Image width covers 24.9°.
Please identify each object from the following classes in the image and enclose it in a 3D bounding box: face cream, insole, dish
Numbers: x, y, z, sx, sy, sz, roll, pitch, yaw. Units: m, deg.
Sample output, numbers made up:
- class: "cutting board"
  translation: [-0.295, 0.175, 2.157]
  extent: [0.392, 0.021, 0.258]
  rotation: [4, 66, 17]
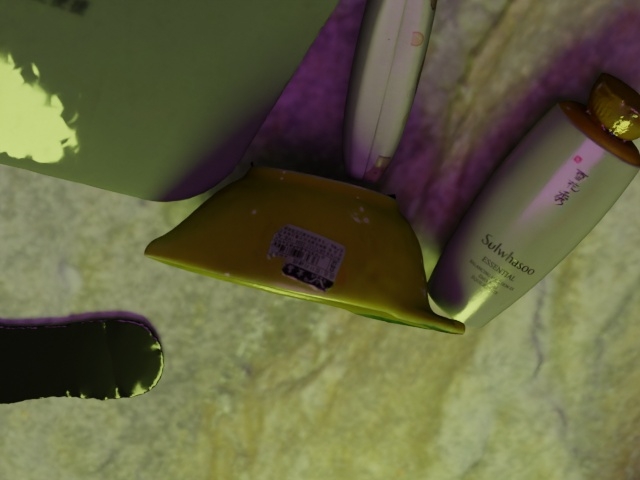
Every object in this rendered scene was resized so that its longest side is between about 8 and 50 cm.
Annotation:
- class: "face cream"
  translation: [0.138, -0.023, 0.912]
  extent: [0.072, 0.051, 0.182]
  rotation: [34, 112, -11]
- class: "insole"
  translation: [-0.234, 0.084, 1.003]
  extent: [0.253, 0.005, 0.086]
  rotation: [0, 118, 2]
- class: "dish"
  translation: [0.000, 0.000, 0.893]
  extent: [0.208, 0.149, 0.080]
  rotation: [14, 87, -15]

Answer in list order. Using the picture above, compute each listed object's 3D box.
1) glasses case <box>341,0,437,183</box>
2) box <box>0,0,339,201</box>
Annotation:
- class: "glasses case"
  translation: [0.041, -0.112, 0.862]
  extent: [0.041, 0.063, 0.164]
  rotation: [11, 116, -2]
- class: "box"
  translation: [-0.130, -0.210, 0.735]
  extent: [0.367, 0.090, 0.373]
  rotation: [14, 120, -37]
